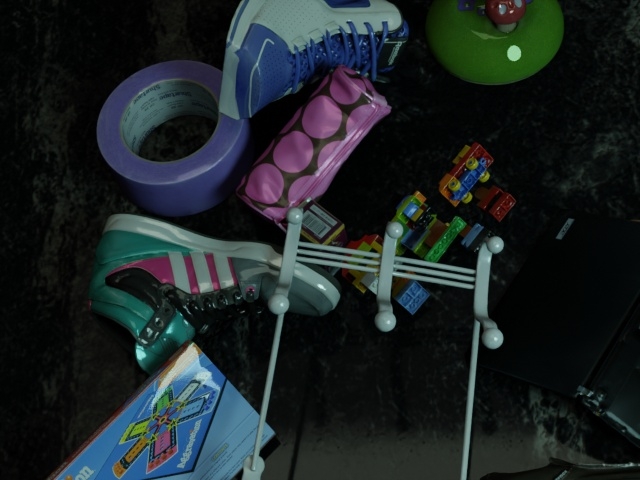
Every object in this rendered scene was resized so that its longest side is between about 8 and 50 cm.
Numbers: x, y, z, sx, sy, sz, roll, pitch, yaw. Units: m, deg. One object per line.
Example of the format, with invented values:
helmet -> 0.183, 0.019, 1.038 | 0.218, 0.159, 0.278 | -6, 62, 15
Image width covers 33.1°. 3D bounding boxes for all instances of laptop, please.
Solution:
laptop -> 0.342, 0.113, 1.196 | 0.264, 0.136, 0.234 | 37, 71, -3

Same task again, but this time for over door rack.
over door rack -> 0.057, 0.133, 1.111 | 0.239, 0.108, 0.324 | 9, 77, 0

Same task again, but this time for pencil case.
pencil case -> -0.004, -0.107, 1.289 | 0.209, 0.095, 0.098 | -53, 29, 5

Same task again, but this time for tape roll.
tape roll -> -0.182, -0.130, 1.368 | 0.188, 0.080, 0.189 | -4, 61, 7

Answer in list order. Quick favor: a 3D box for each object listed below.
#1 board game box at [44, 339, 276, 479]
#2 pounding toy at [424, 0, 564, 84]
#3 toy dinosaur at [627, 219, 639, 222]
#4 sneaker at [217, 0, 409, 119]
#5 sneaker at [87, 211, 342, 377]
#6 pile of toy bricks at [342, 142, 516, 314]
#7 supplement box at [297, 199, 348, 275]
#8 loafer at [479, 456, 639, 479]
board game box -> -0.192, 0.254, 1.135 | 0.281, 0.027, 0.145 | -45, 109, -16
pounding toy -> 0.241, -0.323, 1.396 | 0.183, 0.110, 0.237 | 34, 71, 23
toy dinosaur -> 0.410, -0.002, 1.247 | 0.090, 0.047, 0.082 | -29, 65, 30
sneaker -> 0.009, -0.254, 1.349 | 0.182, 0.128, 0.315 | 21, 40, 11
sneaker -> -0.138, 0.083, 1.218 | 0.295, 0.124, 0.179 | 13, 65, 14
pile of toy bricks -> 0.119, -0.019, 1.263 | 0.212, 0.118, 0.105 | -50, 36, -1
supplement box -> 0.000, 0.000, 1.266 | 0.055, 0.083, 0.043 | 38, 72, 24
loafer -> 0.259, 0.250, 1.093 | 0.219, 0.080, 0.078 | -3, 35, -3
